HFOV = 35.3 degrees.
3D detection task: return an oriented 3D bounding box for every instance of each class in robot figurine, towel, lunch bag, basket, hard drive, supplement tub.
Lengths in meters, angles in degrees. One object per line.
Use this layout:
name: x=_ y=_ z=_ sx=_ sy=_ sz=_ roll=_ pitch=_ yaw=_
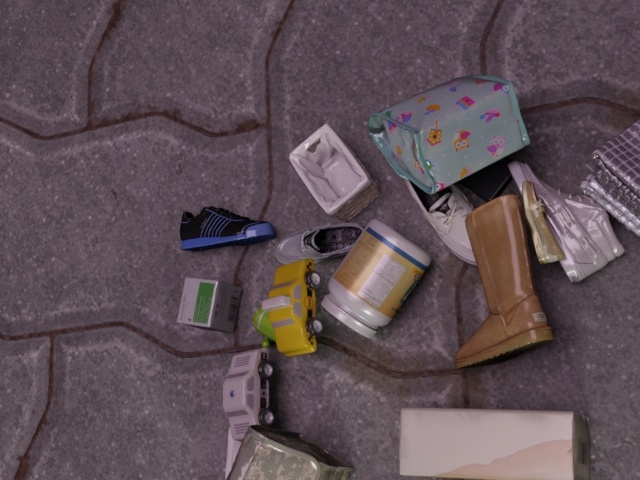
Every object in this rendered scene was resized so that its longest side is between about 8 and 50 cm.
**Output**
robot figurine: x=-0.090 y=0.172 z=2.064 sx=0.115 sy=0.067 sz=0.101 roll=27 pitch=101 yaw=29
towel: x=0.626 y=-0.110 z=1.735 sx=0.235 sy=0.121 sz=0.284 roll=-39 pitch=61 yaw=-10
lunch bag: x=0.231 y=-0.216 z=1.906 sx=0.223 sy=0.160 sz=0.262 roll=-28 pitch=24 yaw=-10
basket: x=0.033 y=-0.135 z=2.066 sx=0.113 sy=0.103 sz=0.167 roll=-39 pitch=64 yaw=11
hard drive: x=0.313 y=-0.144 z=1.980 sx=0.135 sy=0.022 sz=0.094 roll=40 pitch=95 yaw=28
supplement tub: x=0.105 y=0.074 z=1.953 sx=0.144 sy=0.144 sz=0.200 roll=36 pitch=94 yaw=28
lunch bag: x=-0.093 y=0.477 z=1.863 sx=0.169 sy=0.287 sz=0.235 roll=27 pitch=88 yaw=29

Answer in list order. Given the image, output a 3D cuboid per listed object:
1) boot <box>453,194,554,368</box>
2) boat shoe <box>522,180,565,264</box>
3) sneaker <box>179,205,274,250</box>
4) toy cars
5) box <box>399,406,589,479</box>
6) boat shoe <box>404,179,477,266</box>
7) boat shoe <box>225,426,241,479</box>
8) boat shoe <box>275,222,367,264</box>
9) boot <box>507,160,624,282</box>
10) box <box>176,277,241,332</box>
boot: x=0.312 y=0.083 z=1.848 sx=0.236 sy=0.089 sz=0.270 roll=-30 pitch=65 yaw=44
boat shoe: x=0.396 y=-0.035 z=1.801 sx=0.048 sy=0.056 sz=0.153 roll=-14 pitch=84 yaw=16
sneaker: x=-0.206 y=-0.033 z=2.166 sx=0.232 sy=0.081 sz=0.090 roll=-7 pitch=81 yaw=25
toy cars: x=-0.108 y=0.214 z=1.962 sx=0.176 sy=0.087 sz=0.394 roll=41 pitch=109 yaw=44
box: x=0.307 y=0.362 z=1.783 sx=0.311 sy=0.148 sz=0.121 roll=-4 pitch=76 yaw=26
boat shoe: x=0.248 y=-0.060 z=1.952 sx=0.096 sy=0.088 sz=0.267 roll=-38 pitch=64 yaw=12
boat shoe: x=-0.147 y=0.453 z=2.026 sx=0.063 sy=0.066 sz=0.184 roll=-10 pitch=63 yaw=24
boat shoe: x=0.001 y=0.001 z=2.058 sx=0.227 sy=0.081 sz=0.079 roll=-9 pitch=73 yaw=23
boot: x=0.456 y=-0.058 z=1.861 sx=0.123 sy=0.095 sz=0.258 roll=-30 pitch=74 yaw=9
box: x=-0.233 y=0.136 z=2.123 sx=0.087 sy=0.102 sz=0.101 roll=5 pitch=80 yaw=28
